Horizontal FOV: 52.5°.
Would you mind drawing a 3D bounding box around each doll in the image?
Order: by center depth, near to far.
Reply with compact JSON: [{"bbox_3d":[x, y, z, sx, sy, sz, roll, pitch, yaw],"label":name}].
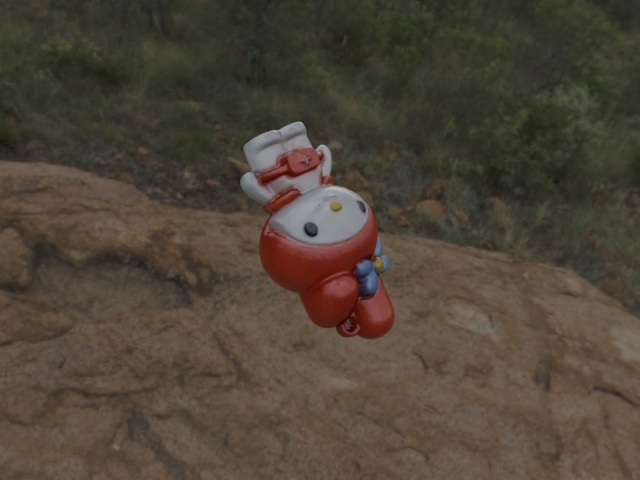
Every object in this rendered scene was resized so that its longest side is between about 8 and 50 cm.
[{"bbox_3d":[0.000,0.000,0.809,0.161,0.290,0.130,-27,4,-36],"label":"doll"}]
